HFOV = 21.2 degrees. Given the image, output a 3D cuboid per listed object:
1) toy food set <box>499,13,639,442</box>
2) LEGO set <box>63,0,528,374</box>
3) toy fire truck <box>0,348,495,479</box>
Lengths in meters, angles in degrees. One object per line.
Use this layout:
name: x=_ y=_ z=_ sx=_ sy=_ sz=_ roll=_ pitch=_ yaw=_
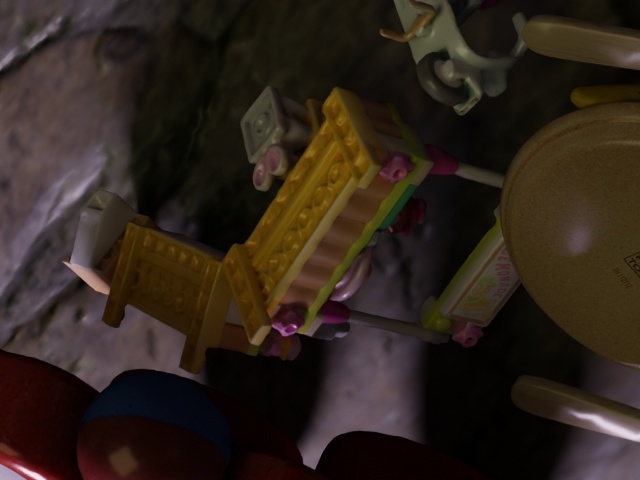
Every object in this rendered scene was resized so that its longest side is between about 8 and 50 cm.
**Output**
toy food set: x=0.130 y=-0.001 z=0.618 sx=0.132 sy=0.038 sz=0.192 roll=16 pitch=134 yaw=20
LEGO set: x=0.000 y=0.000 z=0.717 sx=0.287 sy=0.107 sz=0.132 roll=-36 pitch=49 yaw=47
toy fire truck: x=-0.064 y=0.121 z=0.670 sx=0.302 sy=0.169 sz=0.254 roll=10 pitch=154 yaw=35
